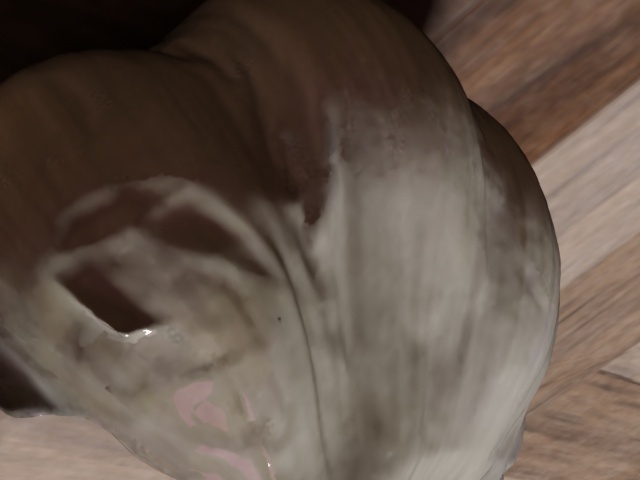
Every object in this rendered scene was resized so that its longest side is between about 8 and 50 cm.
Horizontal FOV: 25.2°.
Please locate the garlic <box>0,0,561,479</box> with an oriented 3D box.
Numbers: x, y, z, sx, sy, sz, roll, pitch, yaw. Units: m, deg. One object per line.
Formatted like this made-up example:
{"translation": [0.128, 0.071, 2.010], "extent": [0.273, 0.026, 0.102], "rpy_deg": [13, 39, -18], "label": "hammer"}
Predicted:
{"translation": [0.000, 0.000, 0.451], "extent": [0.142, 0.178, 0.229], "rpy_deg": [-52, 147, 10], "label": "garlic"}
